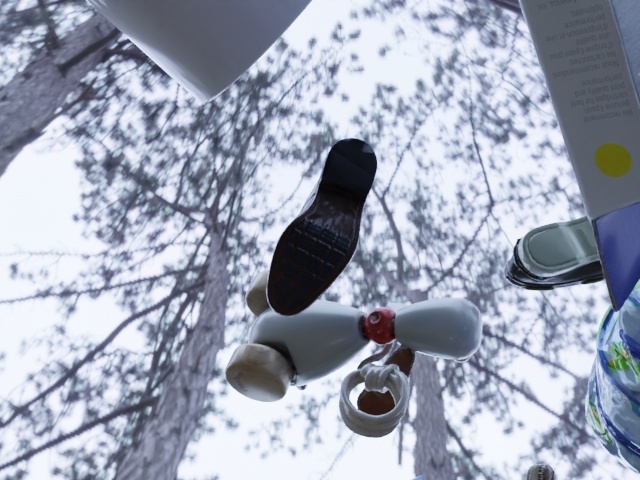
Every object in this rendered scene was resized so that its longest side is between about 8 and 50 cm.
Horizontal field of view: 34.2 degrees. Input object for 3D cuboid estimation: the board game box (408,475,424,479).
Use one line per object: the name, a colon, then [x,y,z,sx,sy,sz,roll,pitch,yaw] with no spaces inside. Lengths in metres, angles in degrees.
board game box: [0.052,0.402,1.505,0.136,0.201,0.035,-31,-102,36]

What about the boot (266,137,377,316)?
boot: [0.000,0.000,1.160,0.082,0.106,0.219,27,-112,2]

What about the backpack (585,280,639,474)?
backpack: [0.397,0.086,0.945,0.355,0.290,0.273,-40,-34,-15]

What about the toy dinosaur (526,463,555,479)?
toy dinosaur: [0.143,0.336,1.093,0.118,0.064,0.268,33,-80,-15]

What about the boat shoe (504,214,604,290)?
boat shoe: [0.328,0.012,1.271,0.227,0.081,0.069,-7,-26,-23]

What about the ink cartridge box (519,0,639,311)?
ink cartridge box: [0.238,-0.161,0.695,0.072,0.303,0.307,-5,-63,42]

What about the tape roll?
tape roll: [-0.106,-0.287,1.089,0.169,0.246,0.246,42,-76,-17]

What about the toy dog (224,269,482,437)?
toy dog: [0.040,0.144,1.293,0.220,0.333,0.161,-54,-43,-22]
